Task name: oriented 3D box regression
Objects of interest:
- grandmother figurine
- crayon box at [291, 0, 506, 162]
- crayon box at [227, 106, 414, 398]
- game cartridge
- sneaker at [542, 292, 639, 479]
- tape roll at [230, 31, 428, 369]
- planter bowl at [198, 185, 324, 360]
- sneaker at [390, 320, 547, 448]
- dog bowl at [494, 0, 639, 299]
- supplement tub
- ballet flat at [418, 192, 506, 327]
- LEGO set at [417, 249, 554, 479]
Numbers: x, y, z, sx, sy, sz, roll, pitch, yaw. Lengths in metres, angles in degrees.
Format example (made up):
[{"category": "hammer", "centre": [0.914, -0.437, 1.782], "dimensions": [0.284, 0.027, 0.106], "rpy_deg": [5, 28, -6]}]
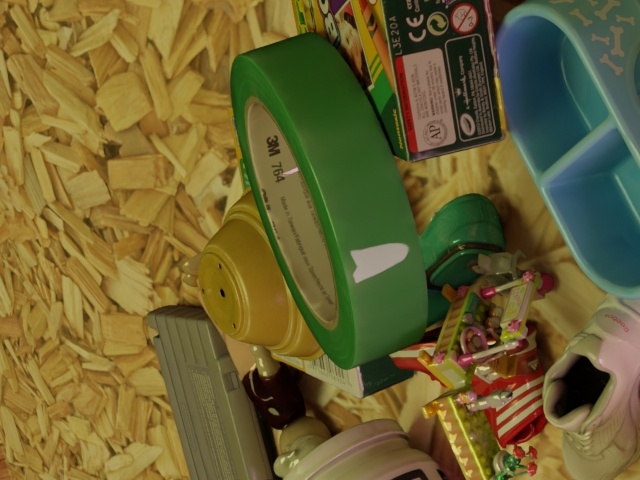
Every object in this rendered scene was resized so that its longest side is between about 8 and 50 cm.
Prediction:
[{"category": "grandmother figurine", "centre": [-0.071, 0.170, 1.914], "dimensions": [0.342, 0.104, 0.208], "rpy_deg": [61, 178, 13]}, {"category": "crayon box", "centre": [0.044, -0.275, 1.351], "dimensions": [0.313, 0.106, 0.363], "rpy_deg": [-147, 45, -71]}, {"category": "crayon box", "centre": [0.000, 0.000, 1.693], "dimensions": [0.203, 0.083, 0.323], "rpy_deg": [18, 122, 56]}, {"category": "game cartridge", "centre": [-0.145, 0.271, 2.139], "dimensions": [0.230, 0.068, 0.355], "rpy_deg": [-1, 105, 57]}, {"category": "sneaker", "centre": [0.237, 0.146, 1.314], "dimensions": [0.090, 0.115, 0.232], "rpy_deg": [35, 141, 34]}, {"category": "tape roll", "centre": [0.004, -0.038, 1.412], "dimensions": [0.321, 0.077, 0.321], "rpy_deg": [160, 90, -79]}, {"category": "planter bowl", "centre": [-0.080, 0.049, 1.681], "dimensions": [0.217, 0.090, 0.217], "rpy_deg": [38, 138, 46]}, {"category": "sneaker", "centre": [0.152, 0.156, 1.515], "dimensions": [0.221, 0.087, 0.128], "rpy_deg": [-9, 97, 63]}, {"category": "dog bowl", "centre": [0.240, -0.083, 1.231], "dimensions": [0.297, 0.074, 0.166], "rpy_deg": [65, 151, 13]}, {"category": "supplement tub", "centre": [0.088, 0.357, 1.633], "dimensions": [0.272, 0.191, 0.191], "rpy_deg": [56, 148, 26]}, {"category": "ballet flat", "centre": [0.121, 0.021, 1.513], "dimensions": [0.247, 0.083, 0.087], "rpy_deg": [132, 146, -57]}, {"category": "LEGO set", "centre": [0.170, 0.132, 1.314], "dimensions": [0.107, 0.132, 0.287], "rpy_deg": [-24, 54, 43]}]
